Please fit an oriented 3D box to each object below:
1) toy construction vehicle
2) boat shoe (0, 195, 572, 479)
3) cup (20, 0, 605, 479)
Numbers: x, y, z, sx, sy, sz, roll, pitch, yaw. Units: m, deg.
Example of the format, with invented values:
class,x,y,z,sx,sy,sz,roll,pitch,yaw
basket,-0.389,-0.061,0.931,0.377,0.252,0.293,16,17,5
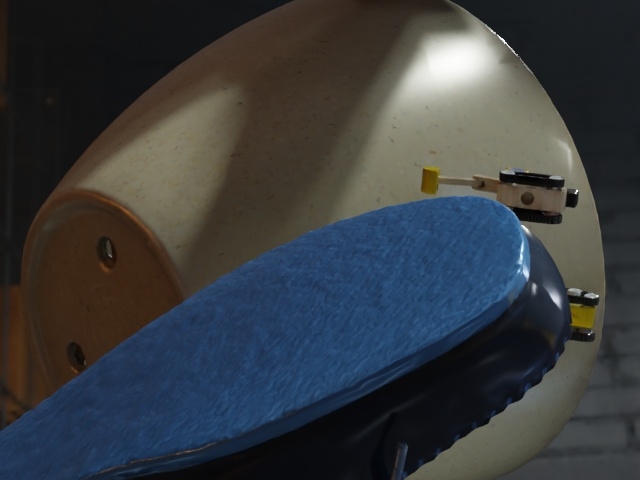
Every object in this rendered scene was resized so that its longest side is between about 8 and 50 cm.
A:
class,x,y,z,sx,sy,sz,roll,pitch,yaw
toy construction vehicle,0.098,0.004,0.820,0.098,0.086,0.035,6,14,18
boat shoe,-0.031,0.073,0.483,0.258,0.109,0.089,-28,-64,27
cup,-0.034,0.027,0.946,0.237,0.331,0.331,-19,-3,-41
